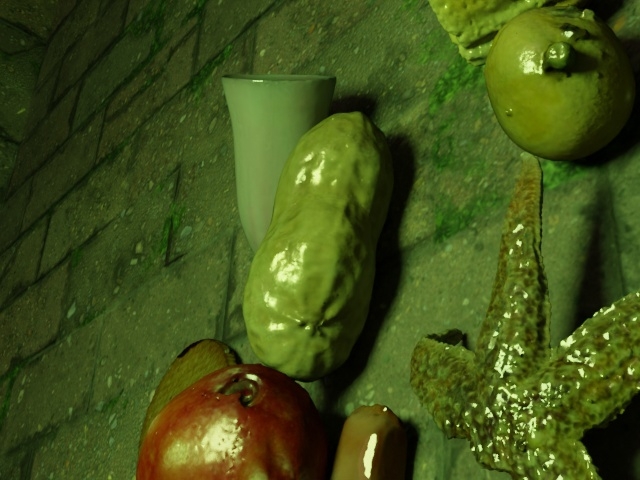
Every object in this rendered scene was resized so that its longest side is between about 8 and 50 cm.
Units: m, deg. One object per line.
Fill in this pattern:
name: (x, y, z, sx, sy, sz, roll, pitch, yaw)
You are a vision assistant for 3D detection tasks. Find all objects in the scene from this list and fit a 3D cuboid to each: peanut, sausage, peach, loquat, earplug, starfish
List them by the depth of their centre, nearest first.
starfish: (0.226, 0.141, 0.839, 0.383, 0.132, 0.398, -58, 36, 3)
loquat: (0.258, -0.174, 0.942, 0.149, 0.204, 0.172, -23, 76, 7)
sausage: (0.043, 0.337, 0.999, 0.089, 0.083, 0.300, -23, 48, 55)
peach: (-0.106, 0.279, 1.092, 0.281, 0.238, 0.280, -169, 90, -77)
peanut: (0.000, 0.000, 1.186, 0.192, 0.170, 0.387, 102, -179, -72)
earplug: (-0.065, -0.099, 1.333, 0.172, 0.172, 0.301, 22, 114, 58)

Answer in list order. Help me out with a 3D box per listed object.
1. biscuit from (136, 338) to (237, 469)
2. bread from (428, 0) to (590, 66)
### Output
biscuit: (-0.214, 0.308, 1.426, 0.305, 0.038, 0.305, -36, 42, 40)
bread: (0.233, -0.315, 1.036, 0.204, 0.262, 0.162, -30, 76, 23)
